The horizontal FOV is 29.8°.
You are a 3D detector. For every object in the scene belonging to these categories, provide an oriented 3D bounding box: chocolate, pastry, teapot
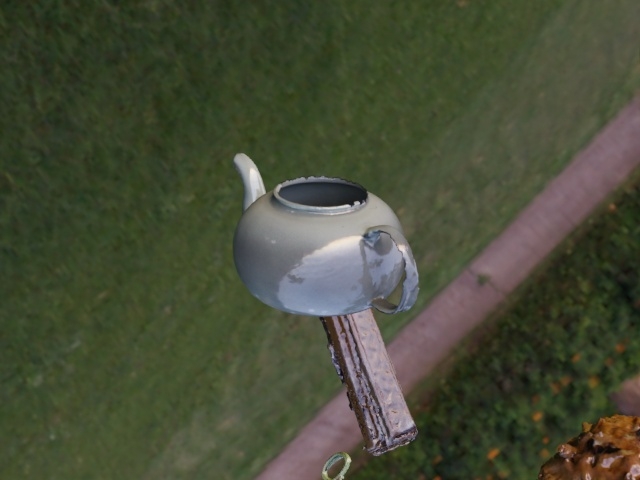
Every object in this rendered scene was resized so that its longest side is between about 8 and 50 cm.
[{"bbox_3d":[0.071,0.184,1.965,0.102,0.329,0.065,-18,176,-25],"label":"chocolate"},{"bbox_3d":[0.455,0.438,1.776,0.292,0.405,0.337,-17,146,26],"label":"pastry"},{"bbox_3d":[0.000,0.000,1.332,0.193,0.294,0.130,-18,119,-38],"label":"teapot"}]

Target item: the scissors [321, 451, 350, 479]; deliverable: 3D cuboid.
[{"bbox_3d":[-0.001,0.469,2.108,0.187,0.134,0.020,-37,145,11],"label":"scissors"}]
